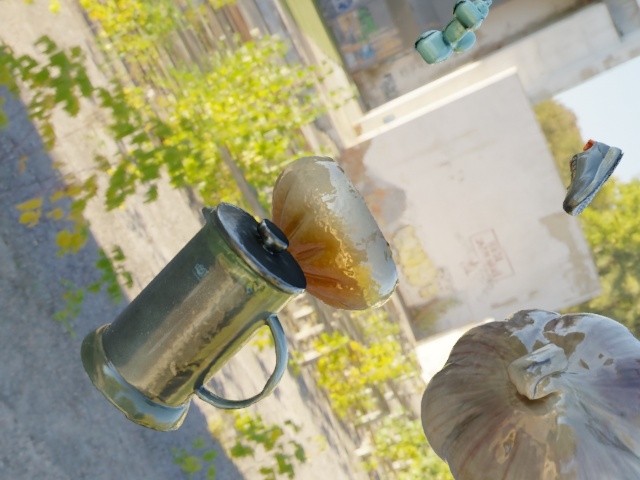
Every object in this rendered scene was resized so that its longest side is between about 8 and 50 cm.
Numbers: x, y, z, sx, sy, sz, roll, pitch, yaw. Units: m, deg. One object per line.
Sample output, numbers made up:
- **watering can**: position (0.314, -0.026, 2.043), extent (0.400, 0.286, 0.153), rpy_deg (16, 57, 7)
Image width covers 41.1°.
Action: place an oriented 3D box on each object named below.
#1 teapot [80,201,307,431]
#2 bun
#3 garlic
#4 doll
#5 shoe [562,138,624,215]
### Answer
- **teapot**: position (-0.160, 0.123, 1.281), extent (0.270, 0.337, 0.200), rpy_deg (48, 13, 14)
- **bun**: position (0.000, 0.000, 1.484), extent (0.299, 0.165, 0.299), rpy_deg (60, -8, 15)
- **garlic**: position (0.286, 0.216, 1.039), extent (0.241, 0.322, 0.322), rpy_deg (115, -28, -44)
- **doll**: position (0.228, -0.352, 1.461), extent (0.059, 0.159, 0.158), rpy_deg (51, 38, 4)
- **shoe**: position (0.497, -0.121, 1.614), extent (0.077, 0.194, 0.074), rpy_deg (36, -31, 16)
